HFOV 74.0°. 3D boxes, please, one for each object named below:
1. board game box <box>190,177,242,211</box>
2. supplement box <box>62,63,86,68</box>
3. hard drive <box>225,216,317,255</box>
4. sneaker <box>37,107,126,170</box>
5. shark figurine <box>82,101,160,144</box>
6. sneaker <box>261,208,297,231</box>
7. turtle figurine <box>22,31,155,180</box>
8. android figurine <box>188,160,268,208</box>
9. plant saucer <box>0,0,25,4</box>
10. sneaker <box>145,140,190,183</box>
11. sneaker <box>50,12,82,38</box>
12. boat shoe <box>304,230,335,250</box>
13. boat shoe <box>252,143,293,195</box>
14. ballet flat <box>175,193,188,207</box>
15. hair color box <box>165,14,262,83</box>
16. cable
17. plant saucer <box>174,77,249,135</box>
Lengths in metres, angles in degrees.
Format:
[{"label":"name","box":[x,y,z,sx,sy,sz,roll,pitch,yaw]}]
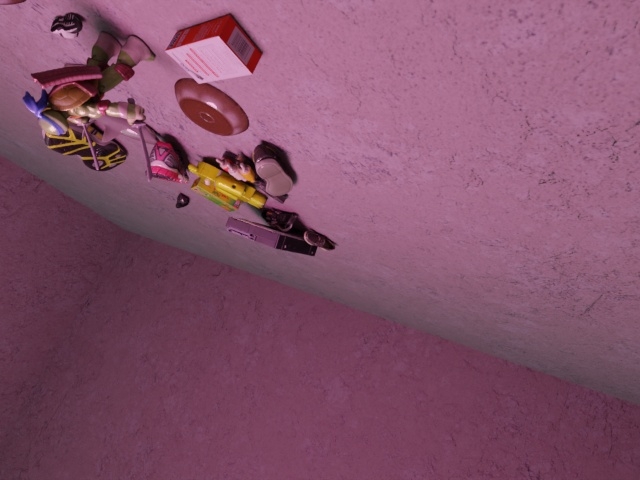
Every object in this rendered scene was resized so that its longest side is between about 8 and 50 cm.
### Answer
[{"label":"board game box","box":[-0.406,-0.177,1.656,0.181,0.043,0.092,32,162,-28]},{"label":"supplement box","box":[-0.644,-0.440,1.149,0.098,0.036,0.062,15,162,25]},{"label":"hard drive","box":[-0.181,-0.014,1.667,0.237,0.064,0.339,19,-178,26]},{"label":"sneaker","box":[-0.847,-0.369,1.541,0.147,0.145,0.384,59,179,11]},{"label":"shark figurine","box":[-0.661,-0.353,1.324,0.278,0.116,0.166,16,161,15]},{"label":"sneaker","box":[-0.165,-0.082,1.592,0.077,0.072,0.178,36,158,-35]},{"label":"turtle figurine","box":[-0.466,-0.301,0.939,0.275,0.266,0.198,34,161,-33]},{"label":"android figurine","box":[-0.311,-0.185,1.424,0.273,0.056,0.248,26,176,-16]},{"label":"plant saucer","box":[-0.738,-0.579,0.817,0.311,0.050,0.310,20,163,7]},{"label":"sneaker","box":[-0.502,-0.256,1.434,0.121,0.112,0.299,10,-178,-13]},{"label":"sneaker","box":[-0.551,-0.471,0.940,0.109,0.040,0.044,16,179,35]},{"label":"boat shoe","box":[0.000,0.000,1.670,0.049,0.056,0.152,-2,161,45]},{"label":"boat shoe","box":[-0.133,-0.194,1.200,0.081,0.068,0.228,-19,163,1]},{"label":"ballet flat","box":[-0.647,-0.183,1.985,0.173,0.057,0.049,-15,98,64]},{"label":"hair color box","box":[-0.202,-0.354,0.800,0.167,0.053,0.093,8,160,38]},{"label":"cable","box":[-0.219,-0.185,1.331,0.139,0.072,0.287,20,165,30]},{"label":"plant saucer","box":[-0.275,-0.316,1.051,0.199,0.036,0.198,21,163,7]}]
